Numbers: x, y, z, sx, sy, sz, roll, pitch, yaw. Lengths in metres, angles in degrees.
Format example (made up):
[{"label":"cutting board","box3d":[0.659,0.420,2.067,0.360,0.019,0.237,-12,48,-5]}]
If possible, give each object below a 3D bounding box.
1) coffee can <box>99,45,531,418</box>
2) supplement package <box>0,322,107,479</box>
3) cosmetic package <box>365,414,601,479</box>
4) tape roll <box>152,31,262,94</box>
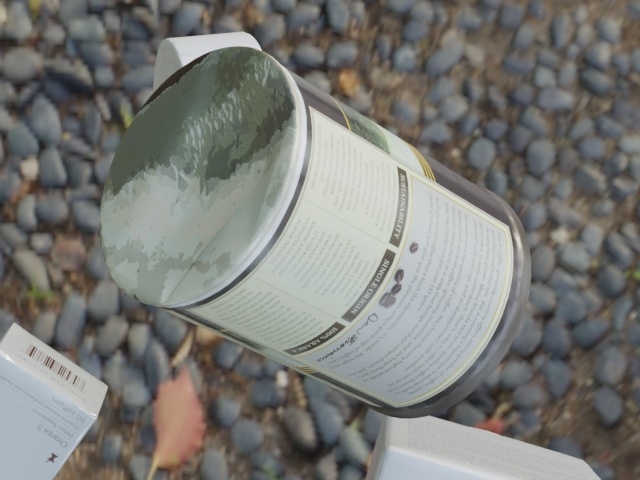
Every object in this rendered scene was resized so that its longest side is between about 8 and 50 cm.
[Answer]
[{"label":"coffee can","box3d":[0.000,0.000,1.380,0.275,0.201,0.202,28,58,-42]},{"label":"supplement package","box3d":[-0.276,0.179,1.543,0.105,0.105,0.179,34,98,-8]},{"label":"cosmetic package","box3d":[0.150,0.280,1.757,0.230,0.453,0.161,16,91,3]},{"label":"tape roll","box3d":[-0.121,-0.097,2.109,0.100,0.286,0.286,-6,69,-15]}]
